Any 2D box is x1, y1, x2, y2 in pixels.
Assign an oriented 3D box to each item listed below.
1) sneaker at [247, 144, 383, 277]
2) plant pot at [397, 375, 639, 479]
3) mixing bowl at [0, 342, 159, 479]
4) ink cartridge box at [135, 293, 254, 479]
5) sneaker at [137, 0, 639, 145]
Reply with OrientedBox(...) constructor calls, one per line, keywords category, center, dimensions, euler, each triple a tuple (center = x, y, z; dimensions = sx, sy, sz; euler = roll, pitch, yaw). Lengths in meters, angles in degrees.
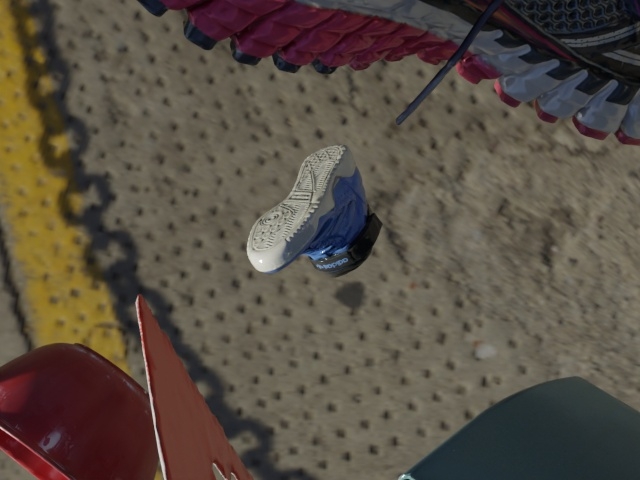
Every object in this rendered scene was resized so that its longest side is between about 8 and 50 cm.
OrientedBox(category="sneaker", center=(0.001, 0.000, 1.137), dimensions=(0.058, 0.152, 0.084), euler=(-13, 116, 27))
OrientedBox(category="plant pot", center=(0.162, 0.211, 1.105), dimensions=(0.165, 0.234, 0.165), euler=(30, 127, 19))
OrientedBox(category="mixing bowl", center=(-0.194, 0.146, 1.226), dimensions=(0.181, 0.181, 0.098), euler=(30, 72, 22))
OrientedBox(category="ink cartridge box", center=(0.046, 0.233, 0.622), dimensions=(0.091, 0.308, 0.385), euler=(-20, 56, 1))
OrientedBox(category="sneaker", center=(0.072, -0.111, 0.517), dimensions=(0.112, 0.299, 0.121), euler=(-51, 53, 36))
